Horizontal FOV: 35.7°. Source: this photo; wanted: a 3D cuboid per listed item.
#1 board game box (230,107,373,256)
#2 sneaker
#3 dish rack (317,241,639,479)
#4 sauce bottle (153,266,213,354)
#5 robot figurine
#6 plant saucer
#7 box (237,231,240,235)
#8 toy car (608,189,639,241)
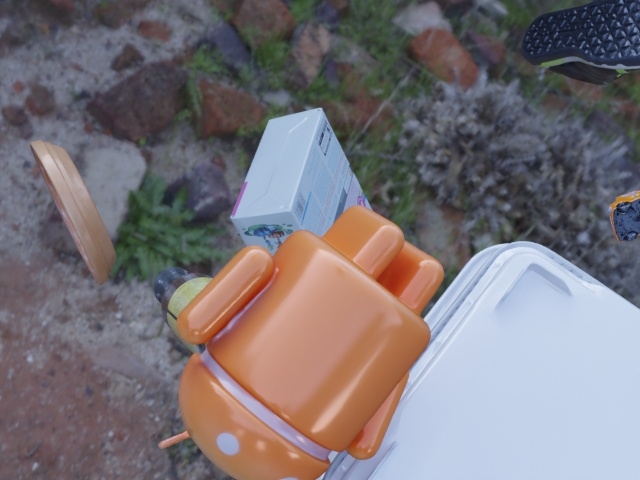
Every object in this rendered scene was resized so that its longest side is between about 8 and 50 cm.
[{"bbox_3d":[0.000,0.000,1.428,0.303,0.098,0.224,61,31,-35],"label":"board game box"},{"bbox_3d":[0.334,-0.227,1.157,0.097,0.084,0.235,23,1,-27],"label":"sneaker"},{"bbox_3d":[0.173,0.168,0.776,0.286,0.072,0.333,35,66,13],"label":"dish rack"},{"bbox_3d":[-0.179,0.110,1.525,0.112,0.111,0.344,8,10,-26],"label":"sauce bottle"},{"bbox_3d":[-0.009,0.082,0.695,0.128,0.219,0.158,39,-2,25],"label":"robot figurine"},{"bbox_3d":[-0.310,-0.039,1.265,0.037,0.200,0.200,-27,66,-14],"label":"plant saucer"},{"bbox_3d":[-0.066,-0.043,1.716,0.054,0.059,0.169,21,25,35],"label":"box"},{"bbox_3d":[0.295,0.002,0.885,0.122,0.060,0.040,52,-3,-23],"label":"toy car"}]
